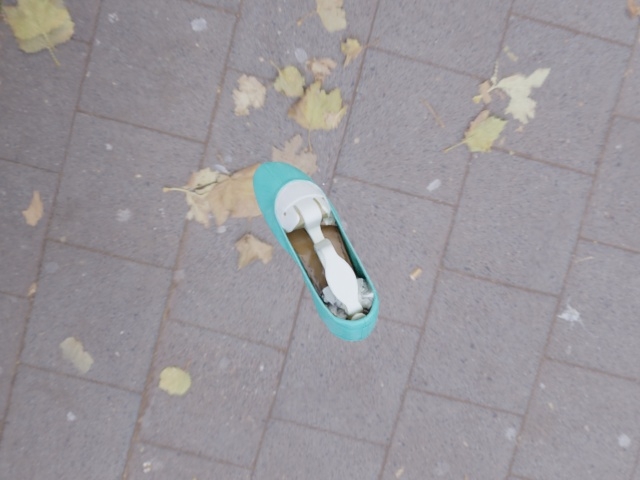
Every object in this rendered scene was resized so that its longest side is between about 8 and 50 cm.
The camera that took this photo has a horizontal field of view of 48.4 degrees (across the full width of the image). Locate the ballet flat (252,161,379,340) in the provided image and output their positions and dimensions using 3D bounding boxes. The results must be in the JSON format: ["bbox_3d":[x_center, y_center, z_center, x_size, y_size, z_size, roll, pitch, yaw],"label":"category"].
[{"bbox_3d":[0.000,0.000,0.834,0.083,0.087,0.247,-26,80,-16],"label":"ballet flat"}]
